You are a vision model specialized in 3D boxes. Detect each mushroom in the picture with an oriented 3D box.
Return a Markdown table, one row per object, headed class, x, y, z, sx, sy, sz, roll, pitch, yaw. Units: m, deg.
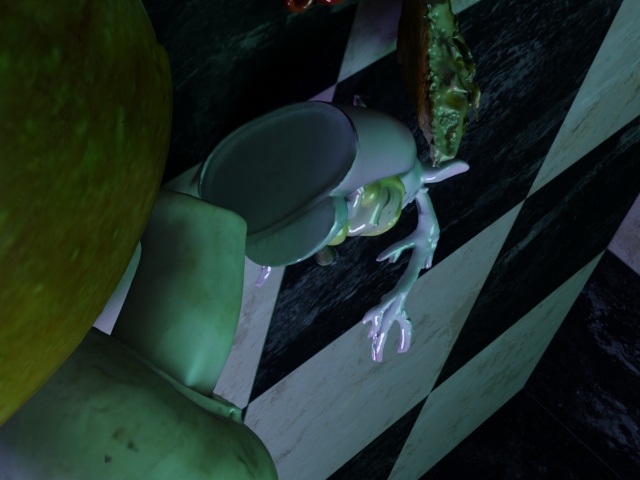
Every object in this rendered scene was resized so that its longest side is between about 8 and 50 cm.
| class | x | y | z | sx | sy | sz | roll | pitch | yaw |
| --- | --- | --- | --- | --- | --- | --- | --- | --- | --- |
| mushroom | -0.194 | 0.152 | 1.102 | 0.315 | 0.356 | 0.315 | -20 | 171 | -3 |

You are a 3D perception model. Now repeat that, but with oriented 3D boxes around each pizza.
| class | x | y | z | sx | sy | sz | roll | pitch | yaw |
| --- | --- | --- | --- | --- | --- | --- | --- | --- | --- |
| pizza | 0.119 | -0.181 | 1.217 | 0.069 | 0.226 | 0.147 | -2 | 122 | -6 |

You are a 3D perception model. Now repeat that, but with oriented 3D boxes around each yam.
| class | x | y | z | sx | sy | sz | roll | pitch | yaw |
| --- | --- | --- | --- | --- | --- | --- | --- | --- | --- |
| yam | 0.000 | 0.000 | 1.533 | 0.033 | 0.027 | 0.129 | -7 | 161 | 5 |

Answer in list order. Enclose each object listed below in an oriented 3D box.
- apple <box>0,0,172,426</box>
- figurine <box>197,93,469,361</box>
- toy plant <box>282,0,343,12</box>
| class | x | y | z | sx | sy | sz | roll | pitch | yaw |
| --- | --- | --- | --- | --- | --- | --- | --- | --- | --- |
| apple | -0.261 | -0.062 | 0.498 | 0.374 | 0.374 | 0.384 | -45 | 130 | -5 |
| figurine | 0.010 | -0.028 | 1.305 | 0.315 | 0.206 | 0.284 | 0 | 124 | -56 |
| toy plant | 0.069 | -0.291 | 1.051 | 0.240 | 0.088 | 0.155 | -23 | 139 | -27 |
